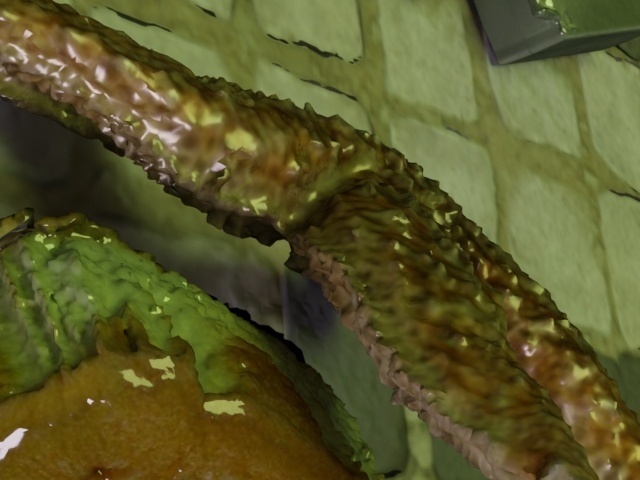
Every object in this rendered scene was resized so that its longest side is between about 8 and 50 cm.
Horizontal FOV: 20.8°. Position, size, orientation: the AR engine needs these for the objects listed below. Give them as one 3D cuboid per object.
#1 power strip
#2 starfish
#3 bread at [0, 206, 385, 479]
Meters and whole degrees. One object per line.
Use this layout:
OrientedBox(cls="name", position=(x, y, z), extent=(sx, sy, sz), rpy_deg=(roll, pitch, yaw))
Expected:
OrientedBox(cls="power strip", position=(0.100, -0.123, 0.807), extent=(0.175, 0.042, 0.075), rpy_deg=(-13, 85, -53))
OrientedBox(cls="starfish", position=(0.003, -0.003, 0.483), extent=(0.060, 0.302, 0.299), rpy_deg=(-53, 146, 0))
OrientedBox(cls="bread", position=(-0.058, 0.071, 0.440), extent=(0.140, 0.128, 0.069), rpy_deg=(36, 13, -40))
